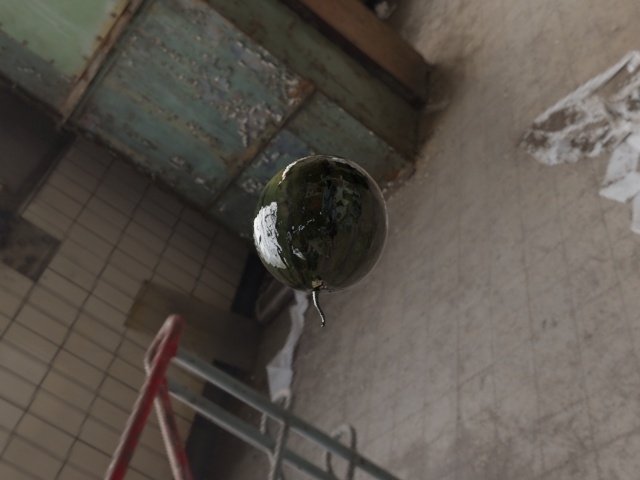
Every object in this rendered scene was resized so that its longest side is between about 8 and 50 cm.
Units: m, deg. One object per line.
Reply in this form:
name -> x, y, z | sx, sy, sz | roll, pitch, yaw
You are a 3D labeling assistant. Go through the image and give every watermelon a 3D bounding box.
watermelon -> 0.000, 0.000, 0.591 | 0.105, 0.105, 0.133 | -29, 54, 55
